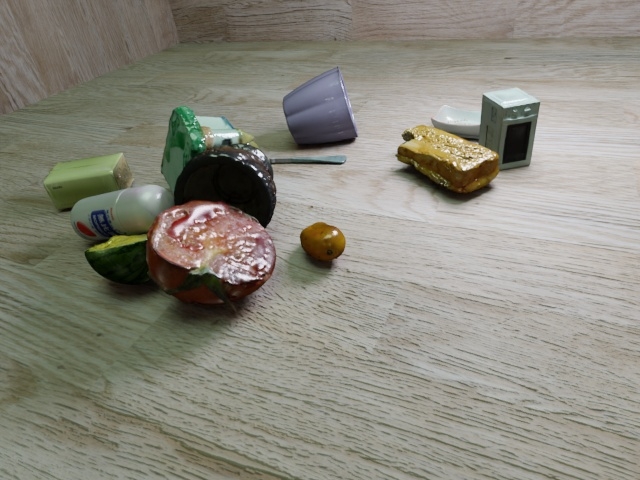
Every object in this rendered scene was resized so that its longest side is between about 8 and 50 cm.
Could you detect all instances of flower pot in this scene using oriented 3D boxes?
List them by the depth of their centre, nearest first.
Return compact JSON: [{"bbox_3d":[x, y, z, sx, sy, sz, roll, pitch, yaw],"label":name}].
[{"bbox_3d":[-0.244,-0.149,1.286,0.266,0.267,0.267,-4,24,6],"label":"flower pot"},{"bbox_3d":[-0.005,-0.490,1.718,0.242,0.265,0.265,-13,34,11],"label":"flower pot"}]

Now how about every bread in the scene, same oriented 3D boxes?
[{"bbox_3d":[0.368,-0.259,1.434,0.185,0.109,0.380,-26,38,-17],"label":"bread"}]

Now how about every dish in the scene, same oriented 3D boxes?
[{"bbox_3d":[0.521,-0.426,1.660,0.212,0.077,0.151,14,39,28],"label":"dish"}]

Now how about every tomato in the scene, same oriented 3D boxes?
[{"bbox_3d":[-0.267,0.048,1.077,0.308,0.170,0.309,25,32,-17],"label":"tomato"}]

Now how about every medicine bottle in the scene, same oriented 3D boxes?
[{"bbox_3d":[-0.535,-0.074,1.254,0.340,0.130,0.130,-5,32,32],"label":"medicine bottle"}]

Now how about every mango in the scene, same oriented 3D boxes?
[{"bbox_3d":[0.001,0.004,1.158,0.105,0.084,0.159,-18,15,-15],"label":"mango"}]

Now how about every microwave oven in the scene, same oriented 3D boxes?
[{"bbox_3d":[0.585,-0.350,1.426,0.122,0.208,0.162,-10,35,-3],"label":"microwave oven"}]

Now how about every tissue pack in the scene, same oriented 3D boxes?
[{"bbox_3d":[-0.786,-0.204,1.558,0.234,0.125,0.159,-10,35,-1],"label":"tissue pack"}]

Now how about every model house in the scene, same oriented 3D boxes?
[{"bbox_3d":[-0.327,-0.283,1.513,0.324,0.267,0.194,-12,53,-39],"label":"model house"}]

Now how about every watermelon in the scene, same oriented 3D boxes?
[{"bbox_3d":[-0.457,0.045,1.134,0.231,0.128,0.204,-7,7,20],"label":"watermelon"}]

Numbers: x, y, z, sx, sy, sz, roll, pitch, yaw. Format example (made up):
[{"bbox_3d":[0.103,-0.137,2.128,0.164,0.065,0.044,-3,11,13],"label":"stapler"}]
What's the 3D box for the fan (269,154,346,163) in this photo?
[{"bbox_3d":[-0.047,-0.289,1.629,0.281,0.023,0.057,3,38,12],"label":"fan"}]
